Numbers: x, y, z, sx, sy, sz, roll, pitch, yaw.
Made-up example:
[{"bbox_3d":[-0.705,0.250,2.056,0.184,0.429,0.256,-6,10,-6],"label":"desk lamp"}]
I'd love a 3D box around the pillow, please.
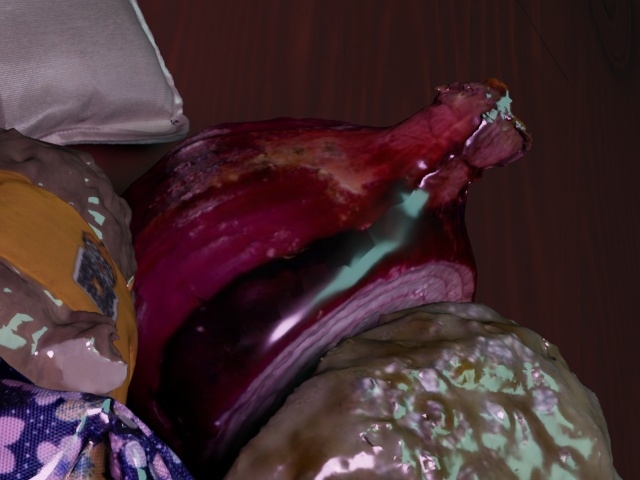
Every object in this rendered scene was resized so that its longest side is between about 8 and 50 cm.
[{"bbox_3d":[-0.135,-0.094,0.825,0.130,0.038,0.233,65,25,2],"label":"pillow"}]

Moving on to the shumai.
[{"bbox_3d":[0.063,0.162,0.730,0.218,0.256,0.189,35,-23,14],"label":"shumai"}]

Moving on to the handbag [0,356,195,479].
[{"bbox_3d":[-0.093,0.166,0.525,0.208,0.127,0.228,-54,139,-27],"label":"handbag"}]

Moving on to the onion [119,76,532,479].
[{"bbox_3d":[0.000,0.000,0.811,0.195,0.218,0.140,11,32,-53],"label":"onion"}]

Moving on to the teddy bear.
[{"bbox_3d":[-0.125,0.029,0.648,0.177,0.140,0.190,50,22,-26],"label":"teddy bear"}]
